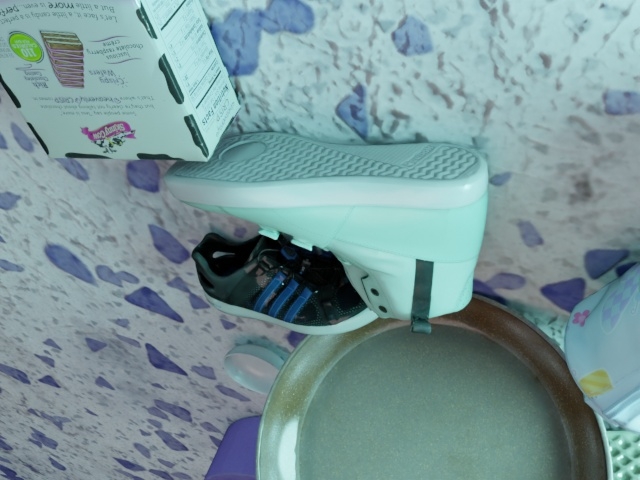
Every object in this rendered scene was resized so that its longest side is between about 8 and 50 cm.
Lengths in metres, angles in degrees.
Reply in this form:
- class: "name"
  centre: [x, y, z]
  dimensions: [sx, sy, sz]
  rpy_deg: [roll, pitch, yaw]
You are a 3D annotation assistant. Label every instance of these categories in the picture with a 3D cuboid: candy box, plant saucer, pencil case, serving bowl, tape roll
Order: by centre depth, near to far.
- class: "pencil case"
  centre: [0.280, 0.034, 0.473]
  dimensions: [0.113, 0.124, 0.273]
  rpy_deg: [30, 143, -7]
- class: "candy box"
  centre: [-0.171, -0.165, 0.522]
  dimensions: [0.159, 0.071, 0.234]
  rpy_deg: [5, 137, 23]
- class: "plant saucer"
  centre: [0.094, 0.198, 0.663]
  dimensions: [0.310, 0.311, 0.050]
  rpy_deg: [8, 170, 21]
- class: "serving bowl"
  centre: [-0.071, 0.147, 0.871]
  dimensions: [0.083, 0.027, 0.083]
  rpy_deg: [15, 141, 13]
- class: "tape roll"
  centre: [-0.025, 0.360, 1.048]
  dimensions: [0.274, 0.090, 0.275]
  rpy_deg: [14, 141, 12]

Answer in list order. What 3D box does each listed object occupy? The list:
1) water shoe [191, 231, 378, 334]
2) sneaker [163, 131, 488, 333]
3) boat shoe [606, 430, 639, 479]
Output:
- class: "water shoe"
  centre: [-0.033, 0.035, 0.683]
  dimensions: [0.203, 0.073, 0.080]
  rpy_deg: [0, 134, 27]
- class: "sneaker"
  centre: [0.000, 0.000, 0.590]
  dimensions: [0.255, 0.094, 0.151]
  rpy_deg: [6, 126, 18]
- class: "boat shoe"
  centre: [0.182, 0.271, 0.760]
  dimensions: [0.499, 0.187, 0.156]
  rpy_deg: [2, 131, 19]
